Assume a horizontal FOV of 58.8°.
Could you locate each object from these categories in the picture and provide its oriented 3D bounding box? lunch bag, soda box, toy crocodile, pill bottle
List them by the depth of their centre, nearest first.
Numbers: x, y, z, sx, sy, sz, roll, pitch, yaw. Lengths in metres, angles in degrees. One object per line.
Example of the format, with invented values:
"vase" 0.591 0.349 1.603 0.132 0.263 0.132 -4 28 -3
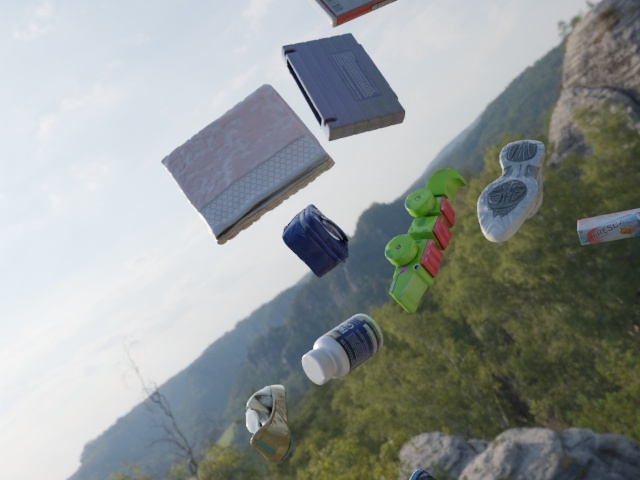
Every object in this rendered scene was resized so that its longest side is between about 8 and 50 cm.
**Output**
"lunch bag" 0.000 0.000 0.817 0.065 0.098 0.067 -39 19 17
"pill bottle" 0.045 0.230 1.192 0.169 0.094 0.094 -27 -13 -38
"toy crocodile" 0.227 -0.006 1.202 0.105 0.115 0.341 -5 48 41
"soda box" 0.864 -0.040 1.684 0.183 0.058 0.063 -14 29 32

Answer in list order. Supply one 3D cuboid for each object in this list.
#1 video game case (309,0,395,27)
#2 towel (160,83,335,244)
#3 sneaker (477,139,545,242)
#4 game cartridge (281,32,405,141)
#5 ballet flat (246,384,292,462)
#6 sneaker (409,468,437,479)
"video game case" 0.091 -0.555 1.165 0.285 0.204 0.025 -28 -24 -15
"towel" -0.180 -0.190 1.329 0.331 0.317 0.053 -36 -32 -4
"sneaker" 0.334 -0.064 0.955 0.090 0.115 0.232 6 45 36
"game cartridge" 0.058 -0.426 1.548 0.230 0.355 0.068 -14 -33 -19
"ballet flat" -0.097 0.306 1.014 0.080 0.073 0.232 -58 13 1
"sneaker" 0.209 0.586 1.238 0.188 0.078 0.067 -45 -35 -45
